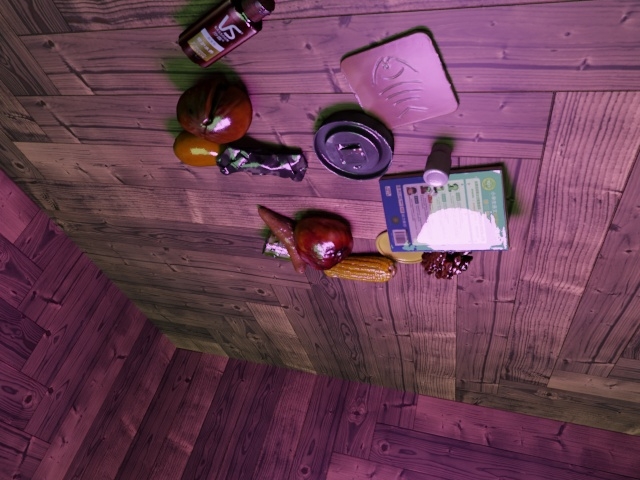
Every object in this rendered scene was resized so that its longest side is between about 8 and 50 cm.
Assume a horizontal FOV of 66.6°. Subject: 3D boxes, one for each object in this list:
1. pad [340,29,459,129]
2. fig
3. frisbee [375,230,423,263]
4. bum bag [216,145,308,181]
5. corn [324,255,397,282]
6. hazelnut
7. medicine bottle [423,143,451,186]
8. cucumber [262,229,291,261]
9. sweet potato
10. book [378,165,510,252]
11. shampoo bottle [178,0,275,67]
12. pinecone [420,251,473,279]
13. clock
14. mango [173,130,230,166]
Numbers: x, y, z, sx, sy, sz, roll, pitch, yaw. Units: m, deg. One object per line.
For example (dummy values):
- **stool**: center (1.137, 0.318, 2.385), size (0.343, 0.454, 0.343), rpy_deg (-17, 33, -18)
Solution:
- **pad**: center (0.231, -0.455, 1.433), size (0.286, 0.018, 0.284), rpy_deg (-8, 139, 33)
- **fig**: center (0.006, 0.008, 2.037), size (0.263, 0.224, 0.224), rpy_deg (13, 146, 8)
- **frisbee**: center (0.349, 0.026, 2.063), size (0.235, 0.017, 0.236), rpy_deg (12, 146, 9)
- **bum bag**: center (-0.213, -0.288, 1.800), size (0.340, 0.095, 0.144), rpy_deg (5, 143, -5)
- **corn**: center (0.175, 0.124, 2.195), size (0.363, 0.120, 0.120), rpy_deg (3, 143, 31)
- **hazelnut**: center (-0.351, -0.417, 1.604), size (0.251, 0.217, 0.217), rpy_deg (12, 146, 9)
- **medicine bottle**: center (0.379, -0.243, 1.563), size (0.080, 0.130, 0.080), rpy_deg (14, 145, 10)
- **cucumber**: center (-0.143, 0.036, 2.232), size (0.244, 0.134, 0.134), rpy_deg (18, 147, -14)
- **sweet potato**: center (-0.143, -0.021, 2.127), size (0.342, 0.114, 0.092), rpy_deg (57, 155, -1)
- **book**: center (0.430, -0.098, 1.715), size (0.427, 0.039, 0.300), rpy_deg (-1, 114, 28)
- **shampoo bottle**: center (-0.266, -0.611, 1.395), size (0.323, 0.084, 0.129), rpy_deg (-13, 138, 38)
- **pinecone**: center (0.493, 0.057, 1.888), size (0.207, 0.208, 0.208), rpy_deg (13, 146, 9)
- **clock**: center (0.113, -0.313, 1.647), size (0.280, 0.055, 0.281), rpy_deg (15, 149, 9)
- **mango**: center (-0.443, -0.345, 1.829), size (0.221, 0.120, 0.151), rpy_deg (4, 152, 9)
